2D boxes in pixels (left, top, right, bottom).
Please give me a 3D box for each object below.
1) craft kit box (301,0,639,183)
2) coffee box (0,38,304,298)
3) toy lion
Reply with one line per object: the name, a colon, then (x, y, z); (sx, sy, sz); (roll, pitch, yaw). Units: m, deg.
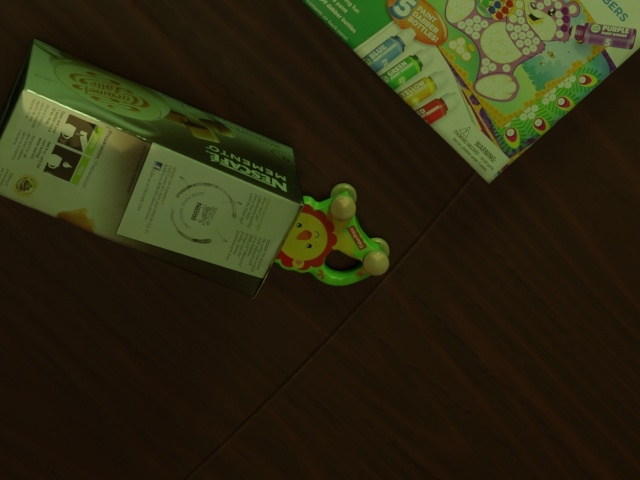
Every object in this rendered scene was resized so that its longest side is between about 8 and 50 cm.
craft kit box: (0.146, -0.215, 1.583); (0.246, 0.061, 0.250); (-44, 110, 12)
coffee box: (-0.147, -0.061, 1.580); (0.246, 0.141, 0.098); (23, 110, -13)
toy lion: (0.000, 0.000, 1.681); (0.096, 0.034, 0.100); (-26, 114, 15)
